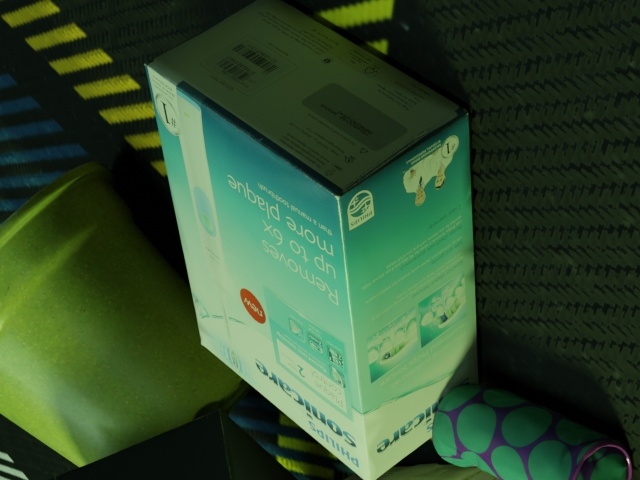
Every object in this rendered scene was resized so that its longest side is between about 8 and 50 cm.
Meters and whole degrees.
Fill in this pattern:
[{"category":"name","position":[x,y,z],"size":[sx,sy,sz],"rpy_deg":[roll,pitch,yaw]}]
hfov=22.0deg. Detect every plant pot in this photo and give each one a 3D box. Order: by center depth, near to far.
[{"category":"plant pot","position":[-0.208,0.108,1.591],"size":[0.254,0.276,0.276],"rpy_deg":[40,151,7]}]

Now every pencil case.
[{"category":"pencil case","position":[0.153,0.154,1.200],"size":[0.151,0.064,0.070],"rpy_deg":[20,133,50]}]

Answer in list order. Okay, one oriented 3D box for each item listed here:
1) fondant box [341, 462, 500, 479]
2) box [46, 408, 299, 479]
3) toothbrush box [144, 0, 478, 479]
[{"category":"fondant box","position":[0.123,0.357,1.404],"size":[0.238,0.096,0.330],"rpy_deg":[-19,95,63]},{"category":"box","position":[-0.105,0.279,1.513],"size":[0.261,0.184,0.103],"rpy_deg":[49,-161,-49]},{"category":"toothbrush box","position":[0.000,0.000,1.224],"size":[0.216,0.126,0.295],"rpy_deg":[36,149,36]}]
